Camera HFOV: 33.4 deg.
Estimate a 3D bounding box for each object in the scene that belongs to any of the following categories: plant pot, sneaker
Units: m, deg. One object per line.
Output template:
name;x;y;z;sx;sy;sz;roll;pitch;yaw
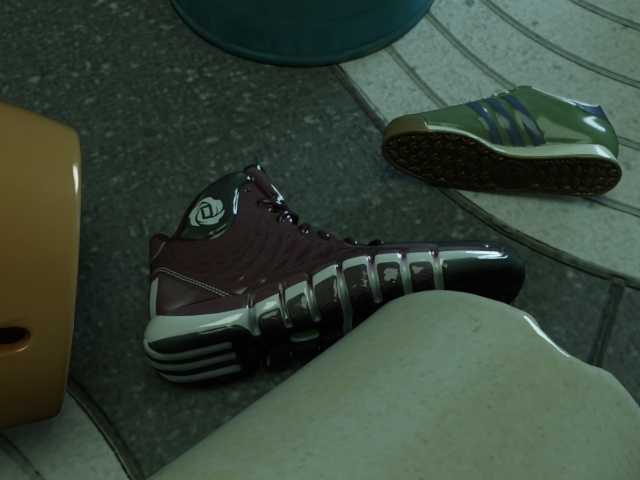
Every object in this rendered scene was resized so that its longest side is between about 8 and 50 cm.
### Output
plant pot;0.026;0.198;0.570;0.334;0.333;0.305;34;53;20
sneaker;0.150;-0.090;0.881;0.192;0.064;0.086;7;51;5
plant pot;-0.017;-0.338;0.920;0.272;0.255;0.271;0;57;0
sneaker;0.000;0.000;0.798;0.282;0.106;0.162;-10;55;-5
plant pot;-0.270;0.015;0.705;0.204;0.291;0.290;4;56;-17
